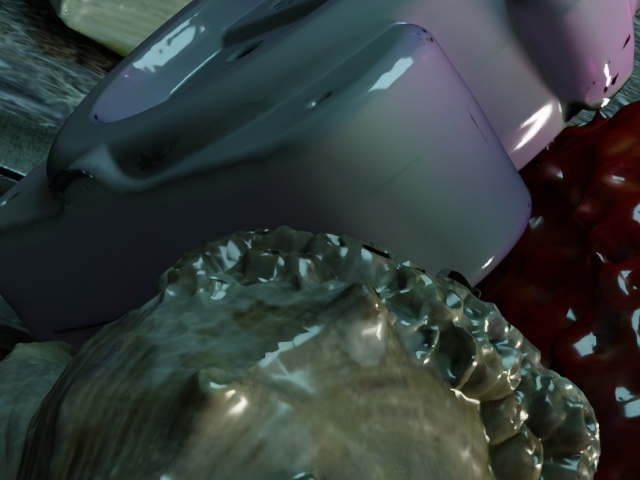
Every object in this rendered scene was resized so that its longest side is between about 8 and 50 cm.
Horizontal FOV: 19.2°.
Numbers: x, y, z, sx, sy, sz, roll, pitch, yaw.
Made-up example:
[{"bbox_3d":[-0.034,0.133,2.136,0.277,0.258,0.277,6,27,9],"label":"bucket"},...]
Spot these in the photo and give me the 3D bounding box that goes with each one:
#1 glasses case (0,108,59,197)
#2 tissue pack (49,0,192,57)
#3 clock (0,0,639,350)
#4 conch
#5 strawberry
[{"bbox_3d":[-0.183,-0.046,0.776,0.205,0.047,0.071,23,17,-13],"label":"glasses case"},{"bbox_3d":[-0.056,-0.212,1.285,0.287,0.162,0.388,19,16,-23],"label":"tissue pack"},{"bbox_3d":[0.012,-0.060,0.665,0.227,0.248,0.090,-12,-62,51],"label":"clock"},{"bbox_3d":[-0.013,0.080,0.500,0.245,0.163,0.178,16,-42,54],"label":"conch"},{"bbox_3d":[0.119,0.060,0.682,0.205,0.205,0.244,28,37,9],"label":"strawberry"}]
